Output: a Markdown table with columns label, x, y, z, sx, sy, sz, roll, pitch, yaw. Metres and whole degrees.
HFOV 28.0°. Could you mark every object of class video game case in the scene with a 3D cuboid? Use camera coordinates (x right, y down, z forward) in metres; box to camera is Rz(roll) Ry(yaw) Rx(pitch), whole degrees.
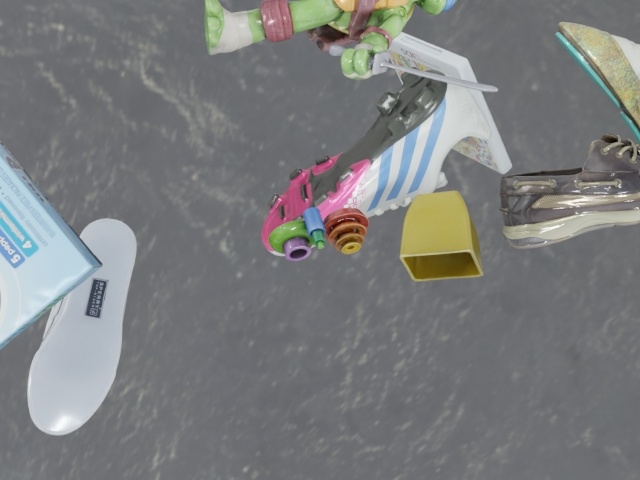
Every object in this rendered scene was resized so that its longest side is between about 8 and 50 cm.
| label | x | y | z | sx | sy | sz | roll | pitch | yaw |
| --- | --- | --- | --- | --- | --- | --- | --- | --- | --- |
| video game case | 0.199 | -0.223 | 2.043 | 0.026 | 0.227 | 0.206 | -41 | 39 | -13 |

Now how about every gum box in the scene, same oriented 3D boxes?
| label | x | y | z | sx | sy | sz | roll | pitch | yaw |
| --- | --- | --- | --- | --- | --- | --- | --- | --- | --- |
| gum box | -0.273 | 0.016 | 0.890 | 0.184 | 0.041 | 0.157 | -39 | 90 | 2 |

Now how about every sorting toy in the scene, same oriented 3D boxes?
| label | x | y | z | sx | sy | sz | roll | pitch | yaw |
| --- | --- | --- | --- | --- | --- | --- | --- | --- | --- |
| sorting toy | 0.000 | 0.000 | 1.262 | 0.102 | 0.061 | 0.042 | -18 | 59 | 5 |

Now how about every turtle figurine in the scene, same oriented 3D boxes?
| label | x | y | z | sx | sy | sz | roll | pitch | yaw |
| --- | --- | --- | --- | --- | --- | --- | --- | --- | --- |
| turtle figurine | 0.019 | -0.264 | 1.249 | 0.266 | 0.197 | 0.274 | -4 | 22 | -6 |

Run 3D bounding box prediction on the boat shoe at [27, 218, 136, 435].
| label | x | y | z | sx | sy | sz | roll | pitch | yaw |
| --- | --- | --- | --- | --- | --- | --- | --- | --- | --- |
| boat shoe | -0.267 | 0.104 | 1.467 | 0.095 | 0.084 | 0.258 | 20 | 67 | -6 |

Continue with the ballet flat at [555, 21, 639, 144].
| label | x | y | z | sx | sy | sz | roll | pitch | yaw |
| --- | --- | --- | --- | --- | --- | --- | --- | --- | --- |
| ballet flat | 0.501 | -0.233 | 2.009 | 0.348 | 0.123 | 0.123 | 49 | 55 | -21 |

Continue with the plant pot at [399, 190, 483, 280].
| label | x | y | z | sx | sy | sz | roll | pitch | yaw |
| --- | --- | --- | --- | --- | --- | --- | --- | --- | --- |
| plant pot | 0.136 | -0.009 | 1.439 | 0.082 | 0.081 | 0.083 | -4 | 67 | 15 |

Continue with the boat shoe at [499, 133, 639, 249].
| label | x | y | z | sx | sy | sz | roll | pitch | yaw |
| --- | --- | --- | --- | --- | --- | --- | --- | --- | --- |
| boat shoe | 0.428 | -0.088 | 1.883 | 0.355 | 0.132 | 0.130 | -16 | 96 | 14 |

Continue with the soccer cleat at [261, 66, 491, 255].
| label | x | y | z | sx | sy | sz | roll | pitch | yaw |
| --- | --- | --- | --- | --- | --- | --- | --- | --- | --- |
| soccer cleat | 0.073 | -0.072 | 1.624 | 0.143 | 0.331 | 0.116 | 35 | 25 | -32 |
